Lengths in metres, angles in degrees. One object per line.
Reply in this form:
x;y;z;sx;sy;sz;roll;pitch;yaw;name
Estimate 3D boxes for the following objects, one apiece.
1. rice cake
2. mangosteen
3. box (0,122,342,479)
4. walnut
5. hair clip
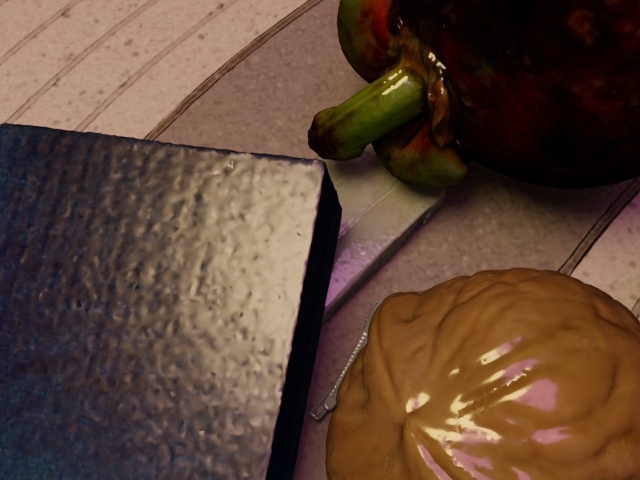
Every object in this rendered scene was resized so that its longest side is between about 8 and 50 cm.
0.000;0.000;0.570;0.124;0.038;0.211;36;72;16;rice cake
0.155;-0.179;0.496;0.359;0.306;0.306;-18;66;-10;mangosteen
-0.138;0.074;0.475;0.261;0.116;0.279;9;76;9;box
0.109;0.118;0.409;0.227;0.228;0.228;-1;66;2;walnut
0.030;0.097;0.526;0.030;0.039;0.115;25;71;18;hair clip
